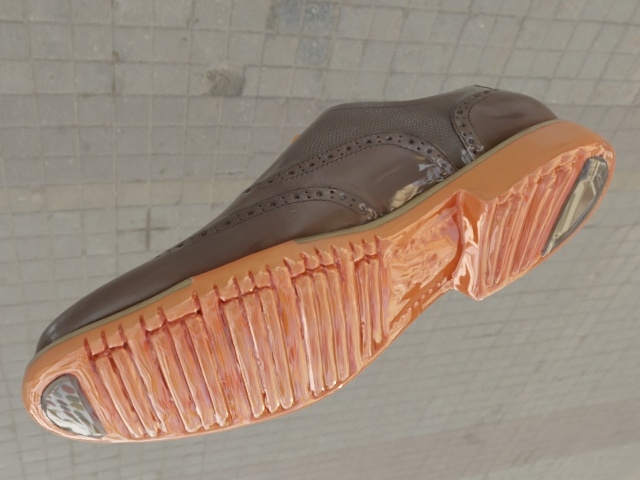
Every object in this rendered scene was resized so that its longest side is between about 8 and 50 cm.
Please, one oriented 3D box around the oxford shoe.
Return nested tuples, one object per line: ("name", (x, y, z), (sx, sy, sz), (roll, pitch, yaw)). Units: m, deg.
("oxford shoe", (0.000, 0.000, 0.400), (0.363, 0.133, 0.130), (-22, 140, -21))
